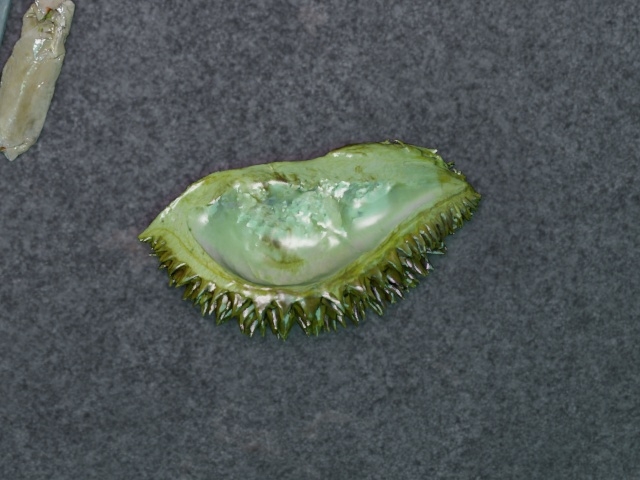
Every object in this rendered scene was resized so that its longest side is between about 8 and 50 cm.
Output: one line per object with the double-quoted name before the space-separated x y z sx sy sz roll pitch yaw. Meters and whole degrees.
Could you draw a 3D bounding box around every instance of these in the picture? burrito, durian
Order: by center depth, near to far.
"burrito" -0.306 -0.170 1.690 0.058 0.045 0.188 17 109 -12
"durian" -0.001 0.003 1.825 0.394 0.163 0.198 -17 76 -10

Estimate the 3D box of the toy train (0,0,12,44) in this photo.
"toy train" -0.372 -0.203 1.640 0.086 0.089 0.410 11 109 -23
